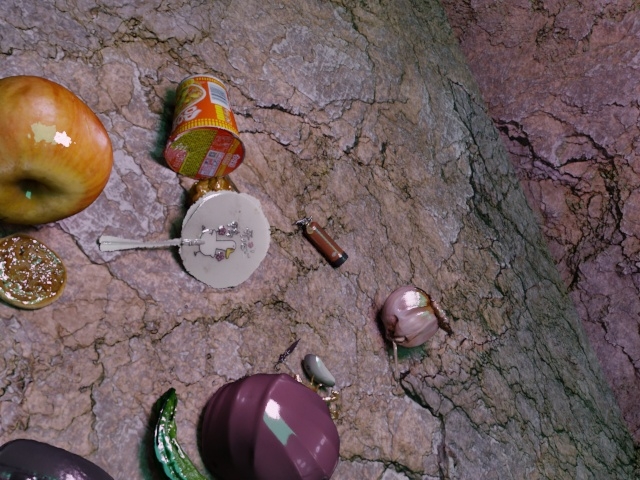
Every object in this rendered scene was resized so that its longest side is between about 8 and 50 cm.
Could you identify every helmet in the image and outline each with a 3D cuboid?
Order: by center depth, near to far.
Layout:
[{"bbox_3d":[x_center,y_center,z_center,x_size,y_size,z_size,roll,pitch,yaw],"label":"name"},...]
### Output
[{"bbox_3d":[-0.073,0.417,1.404,0.338,0.197,0.271,44,40,-16],"label":"helmet"}]

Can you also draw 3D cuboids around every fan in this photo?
[{"bbox_3d":[-0.289,0.004,1.502,0.414,0.012,0.233,-5,98,-35],"label":"fan"}]

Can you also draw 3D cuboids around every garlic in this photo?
[{"bbox_3d":[0.275,0.257,1.849,0.207,0.207,0.257,21,61,-36],"label":"garlic"}]

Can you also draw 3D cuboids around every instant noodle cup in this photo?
[{"bbox_3d":[-0.288,-0.289,1.627,0.193,0.193,0.212,19,46,-37],"label":"instant noodle cup"}]

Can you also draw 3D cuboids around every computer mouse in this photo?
[{"bbox_3d":[-0.433,0.429,1.114,0.269,0.086,0.138,34,46,-25],"label":"computer mouse"},{"bbox_3d":[-0.005,0.327,1.628,0.110,0.056,0.032,53,48,-10],"label":"computer mouse"}]

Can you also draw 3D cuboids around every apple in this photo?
[{"bbox_3d":[-0.534,-0.164,1.226,0.286,0.286,0.233,14,42,-40],"label":"apple"}]

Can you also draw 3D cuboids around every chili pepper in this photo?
[{"bbox_3d":[-0.268,0.429,1.294,0.122,0.065,0.279,-19,77,-45],"label":"chili pepper"}]

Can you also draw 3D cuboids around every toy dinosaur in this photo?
[{"bbox_3d":[-0.018,0.407,1.590,0.126,0.039,0.162,16,77,-13],"label":"toy dinosaur"}]

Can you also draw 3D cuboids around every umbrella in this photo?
[{"bbox_3d":[-0.079,0.271,1.617,0.022,0.013,0.122,60,38,-18],"label":"umbrella"}]

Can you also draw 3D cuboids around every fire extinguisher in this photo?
[{"bbox_3d":[0.000,0.000,1.832,0.062,0.050,0.177,-46,104,-9],"label":"fire extinguisher"}]

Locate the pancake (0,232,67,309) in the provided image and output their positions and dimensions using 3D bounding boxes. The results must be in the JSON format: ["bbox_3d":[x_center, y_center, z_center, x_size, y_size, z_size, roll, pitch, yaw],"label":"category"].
[{"bbox_3d":[-0.553,0.056,1.255,0.158,0.028,0.158,26,50,-36],"label":"pancake"}]

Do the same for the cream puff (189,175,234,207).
[{"bbox_3d":[-0.256,-0.111,1.588,0.122,0.116,0.094,22,64,-54],"label":"cream puff"}]
